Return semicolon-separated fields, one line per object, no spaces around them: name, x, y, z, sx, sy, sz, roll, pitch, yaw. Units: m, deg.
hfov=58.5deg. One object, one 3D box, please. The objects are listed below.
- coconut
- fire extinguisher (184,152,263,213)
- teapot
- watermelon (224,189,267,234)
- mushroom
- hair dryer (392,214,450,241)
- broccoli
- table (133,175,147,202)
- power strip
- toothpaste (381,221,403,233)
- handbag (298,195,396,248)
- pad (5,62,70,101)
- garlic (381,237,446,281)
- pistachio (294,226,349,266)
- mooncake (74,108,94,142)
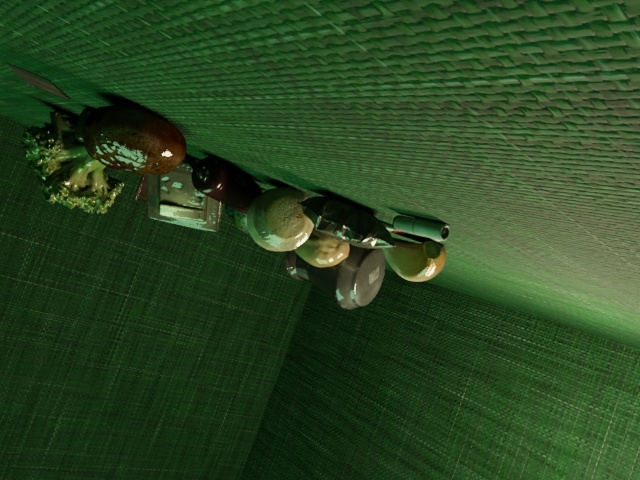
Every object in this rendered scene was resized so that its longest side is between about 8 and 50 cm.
coconut;-0.125;-0.065;1.770;0.202;0.202;0.222;21;175;-15
fire extinguisher;-0.303;-0.181;1.748;0.135;0.114;0.337;48;-173;21
teapot;0.077;0.083;2.373;0.362;0.305;0.376;19;-146;31
watermelon;-0.224;-0.118;2.108;0.305;0.180;0.224;27;129;-33
mushroom;-0.451;-0.242;1.398;0.253;0.153;0.253;10;176;1
hair dryer;0.296;-0.017;1.448;0.183;0.044;0.155;17;-179;-41
broccoli;-0.847;-0.271;1.964;0.338;0.317;0.277;47;-138;5
table;-0.593;-0.218;2.176;0.169;0.172;0.193;21;-173;-14
power strip;-0.456;-0.167;1.940;0.257;0.251;0.092;11;-152;-2
toothpaste;0.162;-0.051;1.723;0.190;0.031;0.048;18;173;1
handbag;0.075;-0.046;1.586;0.271;0.117;0.182;21;-170;-15
pad;-0.733;-0.413;1.495;0.113;0.006;0.188;22;175;-6
garlic;0.291;0.042;1.805;0.245;0.145;0.164;19;144;48
pistachio;0.000;0.000;2.146;0.188;0.187;0.299;23;-175;-29
mooncake;-0.625;-0.311;1.671;0.175;0.104;0.168;22;-176;40
